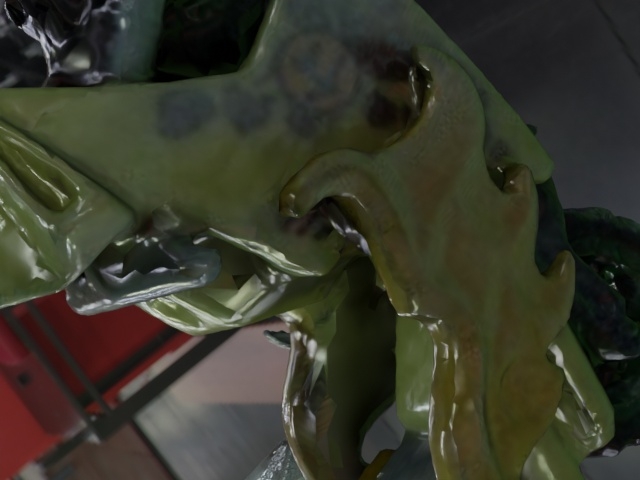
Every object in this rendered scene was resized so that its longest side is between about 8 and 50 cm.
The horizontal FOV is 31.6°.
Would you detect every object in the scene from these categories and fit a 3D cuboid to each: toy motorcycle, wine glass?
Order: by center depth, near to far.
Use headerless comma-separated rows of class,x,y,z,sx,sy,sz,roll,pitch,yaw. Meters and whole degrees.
toy motorcycle,0.000,0.000,0.505,0.410,0.237,0.169,38,160,-17
wine glass,-0.025,0.181,1.092,0.122,0.122,0.182,12,95,53
